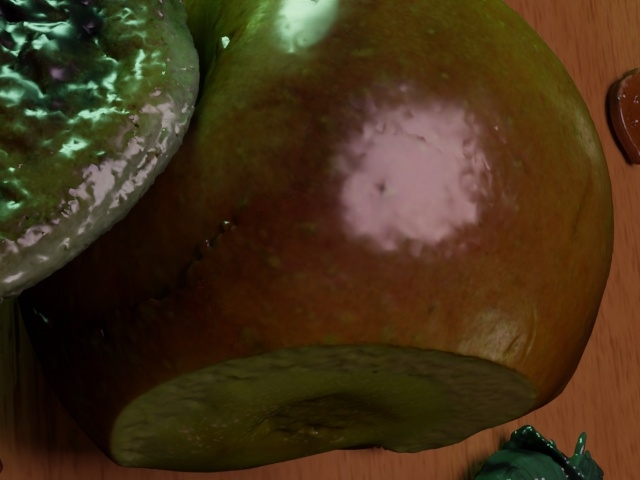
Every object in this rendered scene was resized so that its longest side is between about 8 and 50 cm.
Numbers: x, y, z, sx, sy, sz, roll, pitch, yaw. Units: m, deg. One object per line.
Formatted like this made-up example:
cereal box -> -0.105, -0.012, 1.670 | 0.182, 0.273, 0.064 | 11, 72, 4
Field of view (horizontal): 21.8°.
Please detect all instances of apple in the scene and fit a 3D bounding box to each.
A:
apple -> 0.000, 0.000, 1.085 | 0.374, 0.374, 0.384 | 41, 82, -33

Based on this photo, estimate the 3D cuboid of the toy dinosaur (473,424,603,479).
toy dinosaur -> 0.164, 0.238, 1.390 | 0.292, 0.079, 0.120 | -31, 96, -52

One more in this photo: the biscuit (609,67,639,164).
biscuit -> 0.344, -0.132, 1.765 | 0.130, 0.019, 0.102 | -25, 96, -50

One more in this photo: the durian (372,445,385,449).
durian -> 0.051, 0.081, 1.295 | 0.188, 0.091, 0.148 | 19, 63, -39

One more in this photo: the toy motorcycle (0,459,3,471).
toy motorcycle -> -0.242, 0.236, 0.875 | 0.207, 0.134, 0.401 | 24, 59, -36

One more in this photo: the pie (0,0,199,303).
pie -> -0.219, -0.095, 0.921 | 0.070, 0.323, 0.323 | 93, 7, -61
